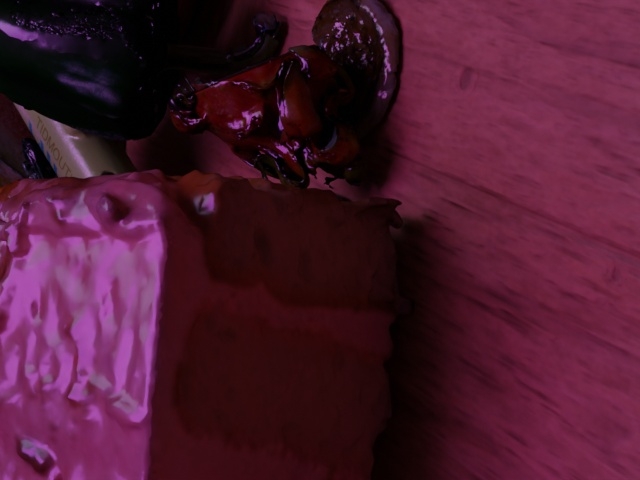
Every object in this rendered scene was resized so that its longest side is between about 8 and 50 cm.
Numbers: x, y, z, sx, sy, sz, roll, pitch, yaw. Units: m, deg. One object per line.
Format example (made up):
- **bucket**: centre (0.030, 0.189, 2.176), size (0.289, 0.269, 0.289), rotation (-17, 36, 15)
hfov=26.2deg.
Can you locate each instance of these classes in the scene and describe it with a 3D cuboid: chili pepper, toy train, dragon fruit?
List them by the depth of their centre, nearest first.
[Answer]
- **dragon fruit**: centre (-0.039, -0.102, 1.094), size (0.175, 0.138, 0.142), rotation (56, 169, 16)
- **chili pepper**: centre (-0.173, -0.178, 1.248), size (0.174, 0.261, 0.165), rotation (98, -171, -45)
- **toy train**: centre (-0.228, -0.074, 1.360), size (0.253, 0.105, 0.157), rotation (55, 163, 28)

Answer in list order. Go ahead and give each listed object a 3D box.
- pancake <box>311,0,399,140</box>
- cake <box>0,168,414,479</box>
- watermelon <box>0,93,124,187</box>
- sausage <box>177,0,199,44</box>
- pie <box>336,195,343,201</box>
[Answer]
- **pancake**: centre (0.027, -0.143, 1.130), size (0.116, 0.022, 0.129), rotation (-31, 64, 52)
- **cake**: centre (-0.134, 0.107, 1.009), size (0.314, 0.293, 0.307), rotation (-1, 83, 39)
- **watermelon**: centre (-0.319, -0.152, 1.534), size (0.193, 0.310, 0.232), rotation (-52, 6, 40)
- **sausage**: centre (-0.183, -0.270, 1.379), size (0.148, 0.148, 0.254), rotation (57, 132, 46)
- **pie**: centre (0.000, 0.000, 1.147), size (0.084, 0.020, 0.084), rotation (-13, 75, 58)
